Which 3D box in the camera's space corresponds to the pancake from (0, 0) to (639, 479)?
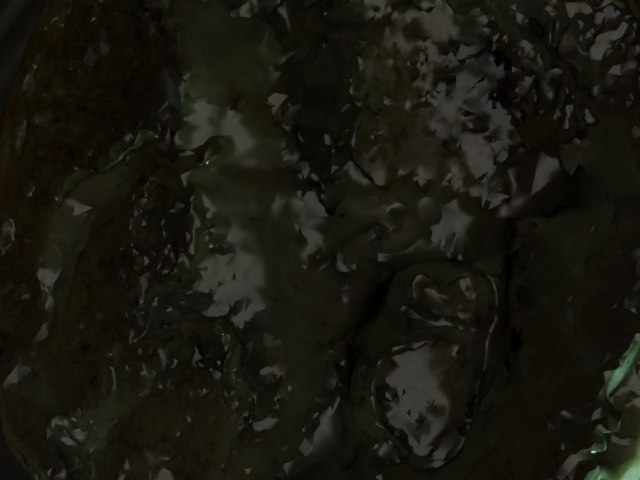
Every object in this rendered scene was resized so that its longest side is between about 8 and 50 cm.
[{"bbox_3d":[0.001,0.001,0.881,0.387,0.082,0.386,-3,81,17],"label":"pancake"}]
